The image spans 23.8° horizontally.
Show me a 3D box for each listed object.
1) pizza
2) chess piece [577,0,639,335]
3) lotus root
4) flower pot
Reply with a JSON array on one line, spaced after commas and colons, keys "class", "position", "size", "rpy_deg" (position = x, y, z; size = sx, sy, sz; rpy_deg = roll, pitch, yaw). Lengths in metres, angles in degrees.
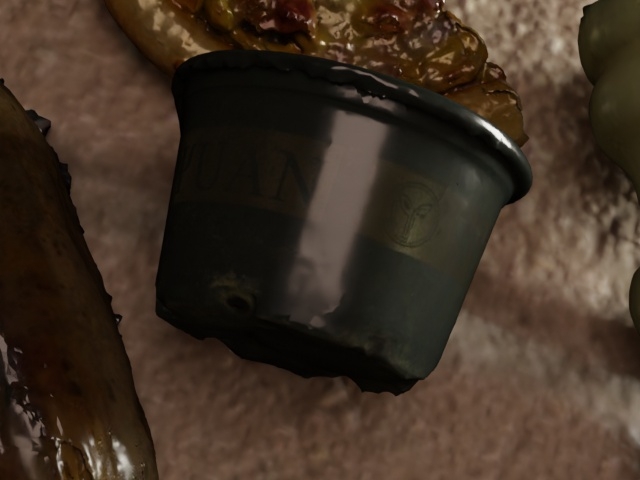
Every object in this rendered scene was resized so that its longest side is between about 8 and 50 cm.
[{"class": "pizza", "position": [-0.014, -0.107, 0.716], "size": [0.246, 0.058, 0.127], "rpy_deg": [41, 64, 3]}, {"class": "chess piece", "position": [0.192, 0.007, 0.691], "size": [0.133, 0.133, 0.243], "rpy_deg": [2, 74, -13]}, {"class": "lotus root", "position": [-0.170, -0.002, 0.623], "size": [0.167, 0.078, 0.329], "rpy_deg": [-19, 73, -22]}, {"class": "flower pot", "position": [0.000, 0.000, 0.629], "size": [0.157, 0.157, 0.106], "rpy_deg": [18, 75, -6]}]
